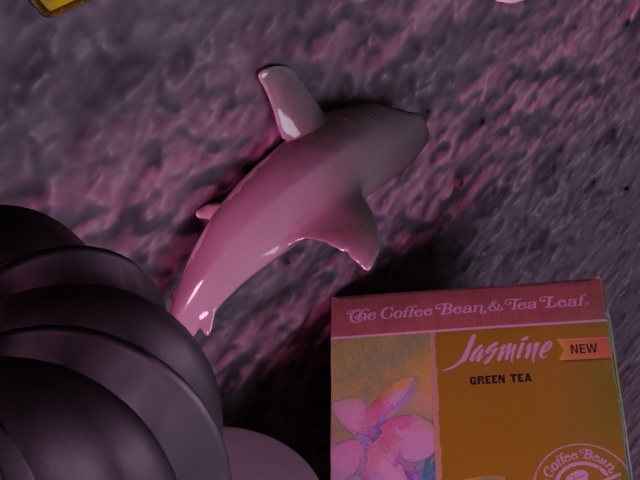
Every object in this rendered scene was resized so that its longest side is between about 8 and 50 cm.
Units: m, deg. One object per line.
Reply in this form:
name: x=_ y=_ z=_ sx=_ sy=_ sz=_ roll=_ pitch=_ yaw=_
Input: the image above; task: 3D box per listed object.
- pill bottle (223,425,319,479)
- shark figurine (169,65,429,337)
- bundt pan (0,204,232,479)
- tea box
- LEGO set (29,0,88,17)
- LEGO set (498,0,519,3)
pill bottle: x=-0.087 y=0.284 z=0.967 sx=0.160 sy=0.160 sz=0.283 roll=-24 pitch=140 yaw=-40
shark figurine: x=-0.021 y=0.011 z=0.819 sx=0.278 sy=0.116 sz=0.166 roll=-51 pitch=149 yaw=-7
bundt pan: x=-0.178 y=0.060 z=0.449 sx=0.331 sy=0.331 sz=0.124 roll=-9 pitch=122 yaw=-50
tea box: x=0.131 y=0.251 z=1.028 sx=0.220 sy=0.323 sz=0.329 roll=-5 pitch=145 yaw=6
LEGO set: x=-0.056 y=-0.155 z=0.349 sx=0.182 sy=0.060 sz=0.244 roll=18 pitch=134 yaw=-35
LEGO set: x=0.110 y=-0.242 z=0.775 sx=0.132 sy=0.107 sz=0.287 roll=-24 pitch=164 yaw=23
